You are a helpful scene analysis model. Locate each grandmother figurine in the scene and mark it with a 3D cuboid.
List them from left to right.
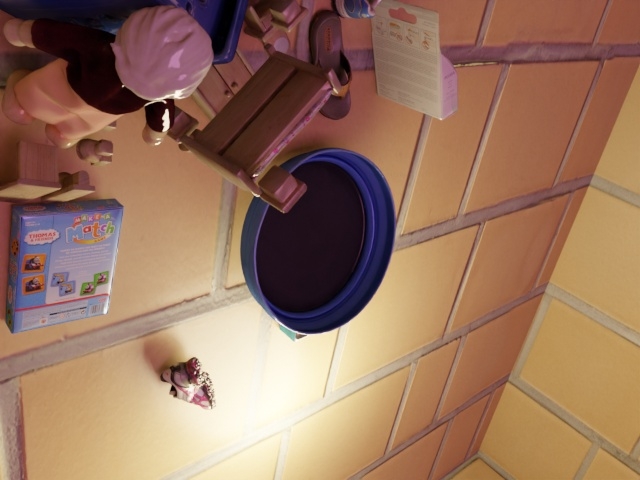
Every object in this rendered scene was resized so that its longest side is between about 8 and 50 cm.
[{"bbox_3d":[-0.246,-0.182,0.695,0.208,0.342,0.104,23,73,-44],"label":"grandmother figurine"}]

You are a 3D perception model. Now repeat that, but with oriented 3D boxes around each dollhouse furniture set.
[{"bbox_3d":[-0.388,-0.134,0.888,0.144,0.123,0.151,5,79,-49],"label":"dollhouse furniture set"},{"bbox_3d":[-0.047,-0.198,0.939,0.303,0.355,0.174,-49,143,-9],"label":"dollhouse furniture set"}]

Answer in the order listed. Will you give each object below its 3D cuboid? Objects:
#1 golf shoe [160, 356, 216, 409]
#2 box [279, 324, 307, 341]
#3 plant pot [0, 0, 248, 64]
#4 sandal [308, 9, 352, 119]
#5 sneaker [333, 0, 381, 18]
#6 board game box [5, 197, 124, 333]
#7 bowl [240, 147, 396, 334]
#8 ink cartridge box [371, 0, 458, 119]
[{"bbox_3d":[-0.279,0.313,1.332,0.086,0.067,0.186,-17,138,-1],"label":"golf shoe"},{"bbox_3d":[-0.030,0.112,1.440,0.100,0.060,0.244,-20,131,-37],"label":"box"},{"bbox_3d":[-0.207,-0.335,0.725,0.212,0.236,0.236,29,70,-61],"label":"plant pot"},{"bbox_3d":[0.029,-0.321,1.172,0.090,0.060,0.219,-31,137,-29],"label":"sandal"},{"bbox_3d":[0.111,-0.488,1.116,0.080,0.081,0.211,23,98,-51],"label":"sneaker"},{"bbox_3d":[-0.407,0.039,0.986,0.160,0.039,0.211,-9,127,-44],"label":"board game box"},{"bbox_3d":[0.000,0.000,1.297,0.391,0.077,0.391,-13,110,-40],"label":"bowl"},{"bbox_3d":[0.180,-0.363,1.206,0.056,0.181,0.224,-35,137,-25],"label":"ink cartridge box"}]
